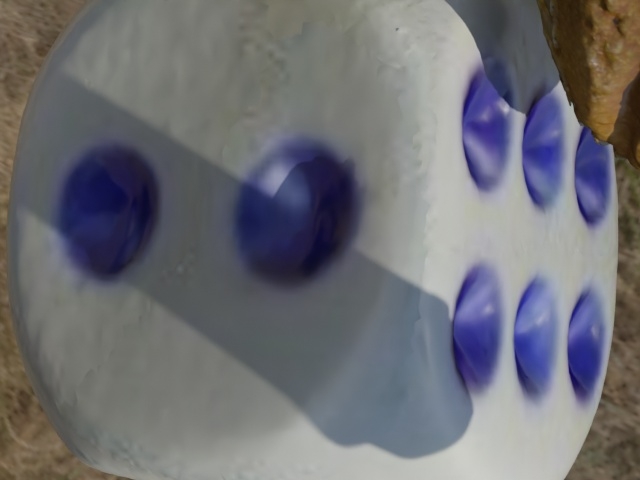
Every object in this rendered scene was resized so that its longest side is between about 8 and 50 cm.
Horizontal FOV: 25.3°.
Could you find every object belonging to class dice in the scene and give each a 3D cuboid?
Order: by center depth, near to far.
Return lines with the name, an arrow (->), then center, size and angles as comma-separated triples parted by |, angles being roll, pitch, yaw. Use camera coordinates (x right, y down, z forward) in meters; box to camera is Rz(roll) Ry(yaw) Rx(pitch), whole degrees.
dice -> 0.000, 0.000, 0.886 | 0.277, 0.304, 0.304 | 13, 80, -57

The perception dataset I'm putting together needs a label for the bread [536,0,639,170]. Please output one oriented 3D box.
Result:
bread -> 0.212, -0.144, 0.674 | 0.142, 0.227, 0.253 | -71, 166, -49
